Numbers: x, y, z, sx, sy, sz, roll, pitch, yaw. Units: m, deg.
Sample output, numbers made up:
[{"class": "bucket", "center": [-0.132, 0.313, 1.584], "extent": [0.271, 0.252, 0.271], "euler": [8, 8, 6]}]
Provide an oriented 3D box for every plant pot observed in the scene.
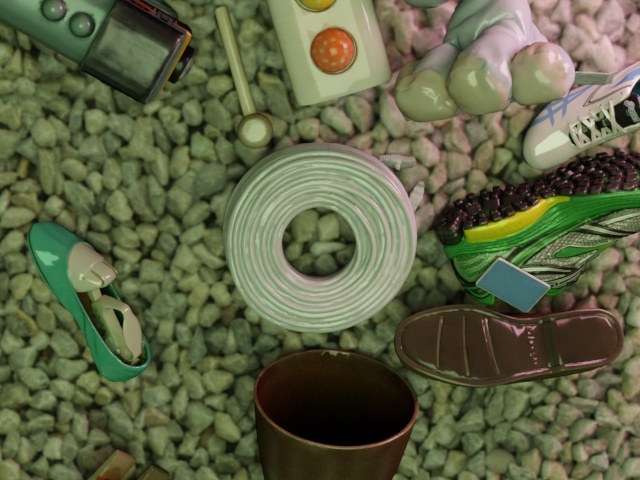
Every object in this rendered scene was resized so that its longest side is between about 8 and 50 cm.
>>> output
[{"class": "plant pot", "center": [0.010, 0.300, 1.846], "extent": [0.215, 0.215, 0.230], "euler": [3, 119, -5]}]

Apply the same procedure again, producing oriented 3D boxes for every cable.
[{"class": "cable", "center": [0.000, 0.000, 1.808], "extent": [0.257, 0.089, 0.257], "euler": [9, 104, -7]}]

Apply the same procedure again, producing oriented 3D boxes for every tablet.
[{"class": "tablet", "center": [0.248, 0.058, 1.788], "extent": [0.083, 0.006, 0.054], "euler": [29, 124, -14]}]

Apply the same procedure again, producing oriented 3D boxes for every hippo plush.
[{"class": "hippo plush", "center": [0.209, -0.279, 1.657], "extent": [0.294, 0.234, 0.237], "euler": [-13, 98, -17]}]

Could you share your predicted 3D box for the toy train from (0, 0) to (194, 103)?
[{"class": "toy train", "center": [-0.301, -0.283, 1.655], "extent": [0.334, 0.190, 0.142], "euler": [30, 100, -12]}]

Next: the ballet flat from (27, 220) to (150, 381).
[{"class": "ballet flat", "center": [-0.289, 0.074, 1.804], "extent": [0.087, 0.083, 0.247], "euler": [-12, 114, 33]}]

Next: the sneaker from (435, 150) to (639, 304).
[{"class": "sneaker", "center": [0.333, -0.017, 1.824], "extent": [0.343, 0.134, 0.146], "euler": [-16, 113, 9]}]

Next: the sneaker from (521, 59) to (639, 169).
[{"class": "sneaker", "center": [0.368, -0.165, 1.796], "extent": [0.237, 0.086, 0.085], "euler": [-30, 107, 5]}]

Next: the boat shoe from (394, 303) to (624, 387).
[{"class": "boat shoe", "center": [0.244, 0.148, 1.851], "extent": [0.307, 0.104, 0.111], "euler": [2, 77, -7]}]

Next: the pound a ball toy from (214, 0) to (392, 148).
[{"class": "pound a ball toy", "center": [-0.039, -0.281, 1.706], "extent": [0.208, 0.136, 0.319], "euler": [-16, 105, 0]}]

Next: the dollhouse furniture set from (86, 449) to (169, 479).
[{"class": "dollhouse furniture set", "center": [-0.167, 0.409, 1.839], "extent": [0.135, 0.262, 0.259], "euler": [-46, 137, 6]}]
